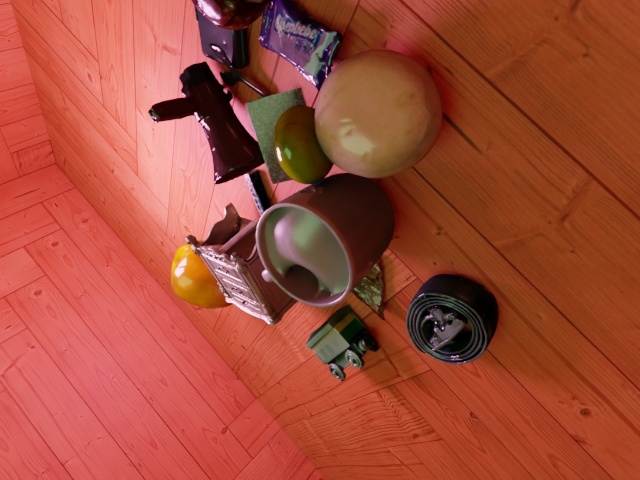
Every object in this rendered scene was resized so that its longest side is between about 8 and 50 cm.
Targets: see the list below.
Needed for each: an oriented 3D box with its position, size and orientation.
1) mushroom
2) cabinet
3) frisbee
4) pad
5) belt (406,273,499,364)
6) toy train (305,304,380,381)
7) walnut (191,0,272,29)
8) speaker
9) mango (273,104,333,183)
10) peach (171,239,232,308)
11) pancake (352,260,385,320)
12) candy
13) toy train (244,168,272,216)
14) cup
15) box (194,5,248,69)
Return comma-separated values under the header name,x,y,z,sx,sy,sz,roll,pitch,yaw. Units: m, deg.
name,x,y,z,sx,sy,sz,roll,pitch,yaw
mushroom,0.111,-0.242,0.818,0.246,0.202,0.246,1,97,9
cabinet,-0.237,0.073,1.403,0.290,0.227,0.318,17,143,41
frisbee,-0.214,-0.434,1.104,0.187,0.012,0.211,35,174,1
pad,-0.093,-0.272,1.101,0.158,0.003,0.234,-10,118,15
belt,0.320,0.209,1.031,0.207,0.116,0.267,30,137,21
toy train,0.074,0.367,1.448,0.202,0.120,0.301,48,145,10
walnut,-0.212,-0.583,0.819,0.269,0.244,0.222,52,129,3
speaker,-0.328,-0.319,1.175,0.329,0.259,0.198,57,158,-8
mango,-0.038,-0.218,0.944,0.143,0.293,0.175,-22,110,12
peach,-0.493,0.154,1.792,0.308,0.288,0.289,23,156,-27
pancake,0.103,0.077,1.218,0.376,0.054,0.197,55,144,-6
candy,-0.047,-0.442,0.915,0.275,0.070,0.145,47,139,23
toy train,-0.196,-0.135,1.378,0.047,0.043,0.207,6,125,46
cup,0.000,0.000,1.032,0.357,0.274,0.259,-31,95,44
box,-0.256,-0.573,1.053,0.160,0.050,0.230,32,141,26
